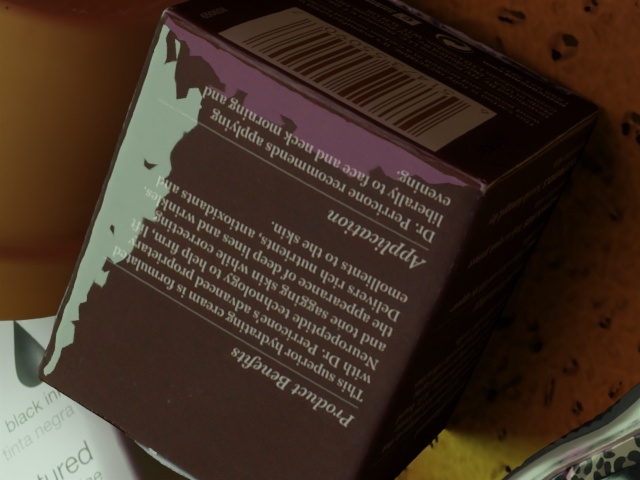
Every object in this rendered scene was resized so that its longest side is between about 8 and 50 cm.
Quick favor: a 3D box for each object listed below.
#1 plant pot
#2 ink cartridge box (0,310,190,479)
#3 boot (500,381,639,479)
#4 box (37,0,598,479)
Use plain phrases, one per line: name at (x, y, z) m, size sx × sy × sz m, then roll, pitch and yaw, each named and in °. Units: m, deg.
plant pot at (-0.156, -0.131, 0.845) m, size 0.291 × 0.290 × 0.203 m, roll 67°, pitch 149°, yaw 20°
ink cartridge box at (-0.225, 0.087, 1.011) m, size 0.285 × 0.166 × 0.395 m, roll -37°, pitch 63°, yaw 18°
boot at (0.159, 0.162, 0.710) m, size 0.236 × 0.085 × 0.179 m, roll -46°, pitch 50°, yaw 33°
box at (0.000, 0.000, 0.792) m, size 0.168 × 0.167 × 0.203 m, roll 30°, pitch 116°, yaw 15°
